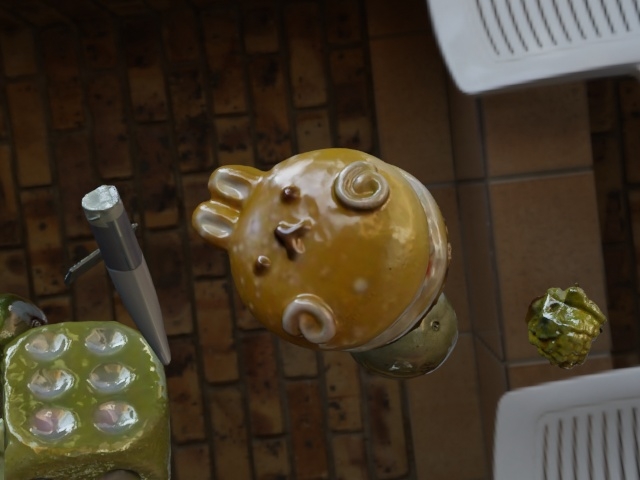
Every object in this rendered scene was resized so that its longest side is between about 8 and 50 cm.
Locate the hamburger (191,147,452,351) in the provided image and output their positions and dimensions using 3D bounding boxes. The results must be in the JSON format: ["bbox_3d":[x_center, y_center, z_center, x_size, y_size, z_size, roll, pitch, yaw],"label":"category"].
[{"bbox_3d":[0.000,0.000,1.096,0.261,0.303,0.186,-57,-26,7],"label":"hamburger"}]

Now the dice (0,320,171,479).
[{"bbox_3d":[-0.335,0.269,1.234,0.238,0.227,0.233,-110,24,-43],"label":"dice"}]

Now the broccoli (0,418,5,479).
[{"bbox_3d":[-0.540,0.447,1.518,0.348,0.294,0.280,-25,-75,-60],"label":"broccoli"}]

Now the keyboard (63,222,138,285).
[{"bbox_3d":[-0.422,0.025,1.684,0.176,0.014,0.055,-42,-3,-40],"label":"keyboard"}]

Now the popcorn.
[{"bbox_3d":[0.607,0.209,2.141,0.169,0.189,0.218,36,-169,-26],"label":"popcorn"}]

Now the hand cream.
[{"bbox_3d":[-0.231,0.049,1.079,0.079,0.048,0.255,-113,7,-52],"label":"hand cream"}]

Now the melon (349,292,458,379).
[{"bbox_3d":[0.197,0.218,2.192,0.330,0.269,0.268,-17,78,61],"label":"melon"}]

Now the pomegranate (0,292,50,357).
[{"bbox_3d":[-0.648,0.203,1.752,0.180,0.210,0.179,-18,-90,-77],"label":"pomegranate"}]

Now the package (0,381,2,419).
[{"bbox_3d":[-0.571,0.332,1.709,0.062,0.251,0.203,39,132,47],"label":"package"}]
